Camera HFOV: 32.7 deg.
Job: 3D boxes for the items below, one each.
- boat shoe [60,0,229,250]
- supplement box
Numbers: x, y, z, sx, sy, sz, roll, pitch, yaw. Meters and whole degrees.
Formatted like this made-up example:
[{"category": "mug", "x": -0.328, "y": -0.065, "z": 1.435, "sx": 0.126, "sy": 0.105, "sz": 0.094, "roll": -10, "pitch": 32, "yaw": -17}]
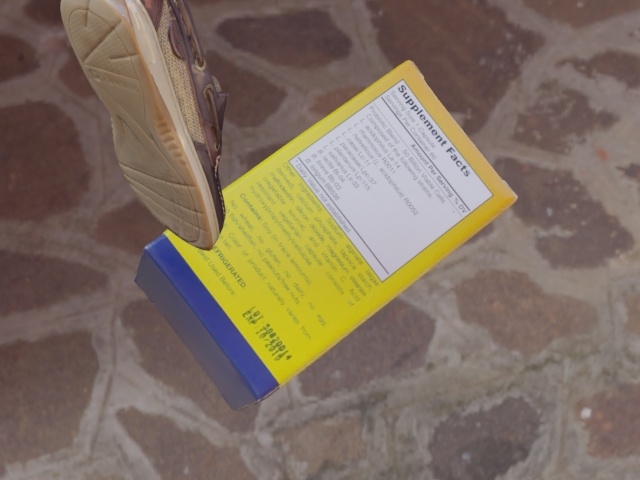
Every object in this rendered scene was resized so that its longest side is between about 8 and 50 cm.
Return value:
[{"category": "boat shoe", "x": -0.119, "y": -0.106, "z": 0.885, "sx": 0.103, "sy": 0.285, "sz": 0.092, "roll": 24, "pitch": 59, "yaw": 32}, {"category": "supplement box", "x": 0.000, "y": 0.000, "z": 1.194, "sx": 0.356, "sy": 0.195, "sz": 0.194, "roll": -36, "pitch": 88, "yaw": -17}]
